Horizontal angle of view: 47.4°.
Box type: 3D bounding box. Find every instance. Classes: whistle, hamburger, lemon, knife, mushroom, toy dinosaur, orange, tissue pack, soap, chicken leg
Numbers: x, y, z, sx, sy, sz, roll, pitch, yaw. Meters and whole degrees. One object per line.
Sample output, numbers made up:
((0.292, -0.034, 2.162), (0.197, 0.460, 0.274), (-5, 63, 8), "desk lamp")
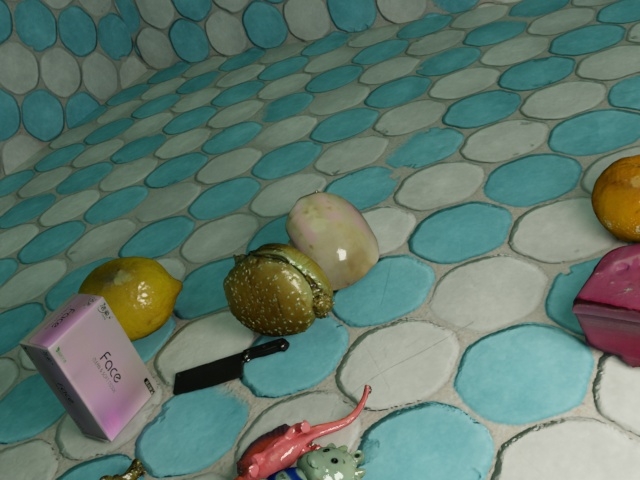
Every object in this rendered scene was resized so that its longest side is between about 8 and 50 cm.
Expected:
((-0.039, 0.372, 1.056), (0.244, 0.092, 0.110), (-28, 35, -14), "whistle")
((-0.080, 0.102, 1.422), (0.215, 0.189, 0.122), (-3, 33, 34), "hamburger")
((-0.429, 0.133, 1.610), (0.256, 0.188, 0.188), (-20, 30, -2), "lemon")
((-0.175, 0.250, 1.427), (0.245, 0.019, 0.072), (-20, 34, 8), "knife")
((0.007, 0.001, 1.565), (0.236, 0.162, 0.173), (-27, 28, -6), "mushroom")
((-0.049, 0.325, 1.197), (0.286, 0.070, 0.139), (-35, 10, -26), "toy dinosaur")
((0.586, -0.075, 1.326), (0.177, 0.155, 0.178), (-10, 36, 7), "orange")
((-0.429, 0.240, 1.370), (0.092, 0.246, 0.148), (4, 40, 35), "tissue pack")
((0.569, 0.098, 1.086), (0.324, 0.127, 0.220), (10, 44, 42), "soap")
((-0.361, 0.422, 1.205), (0.093, 0.070, 0.178), (42, 45, 10), "chicken leg")
